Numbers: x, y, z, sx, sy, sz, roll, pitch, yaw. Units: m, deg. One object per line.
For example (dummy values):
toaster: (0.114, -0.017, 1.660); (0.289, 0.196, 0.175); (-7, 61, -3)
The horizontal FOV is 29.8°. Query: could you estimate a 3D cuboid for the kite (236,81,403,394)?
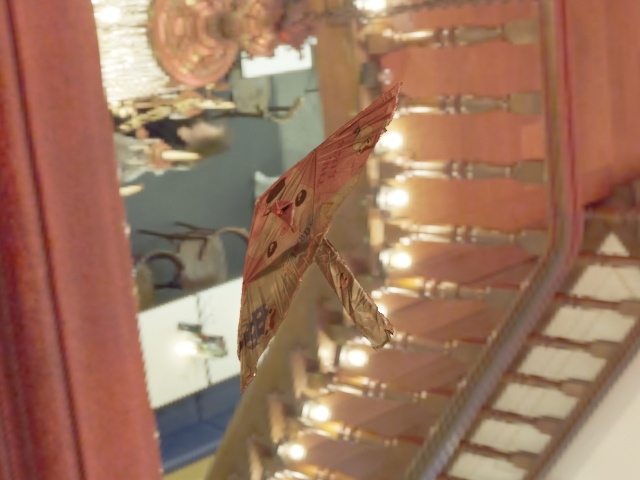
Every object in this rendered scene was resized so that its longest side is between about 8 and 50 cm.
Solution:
kite: (0.001, 0.000, 0.464); (0.005, 0.152, 0.137); (25, 94, -28)
